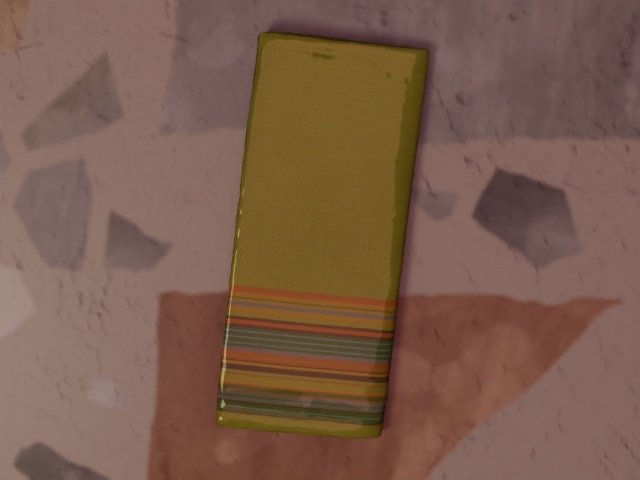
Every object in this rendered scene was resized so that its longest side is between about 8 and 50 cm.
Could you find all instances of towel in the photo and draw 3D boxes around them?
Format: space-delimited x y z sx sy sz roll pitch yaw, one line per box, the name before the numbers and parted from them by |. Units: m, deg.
towel | 0.000 0.000 0.821 0.102 0.021 0.237 6 100 -5
